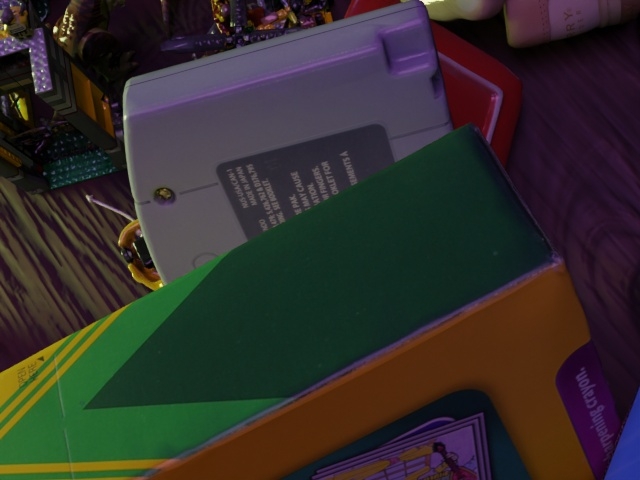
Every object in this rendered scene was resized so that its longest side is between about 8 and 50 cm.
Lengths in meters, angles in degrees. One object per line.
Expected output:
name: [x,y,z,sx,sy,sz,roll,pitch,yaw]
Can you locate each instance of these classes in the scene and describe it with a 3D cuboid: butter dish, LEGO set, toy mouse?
butter dish: [0.045,-0.073,0.748,0.160,0.118,0.160,25,74,-27]
LEGO set: [-0.162,-0.181,0.772,0.331,0.192,0.255,-7,75,10]
toy mouse: [-0.079,-0.008,0.794,0.143,0.031,0.161,-35,72,2]

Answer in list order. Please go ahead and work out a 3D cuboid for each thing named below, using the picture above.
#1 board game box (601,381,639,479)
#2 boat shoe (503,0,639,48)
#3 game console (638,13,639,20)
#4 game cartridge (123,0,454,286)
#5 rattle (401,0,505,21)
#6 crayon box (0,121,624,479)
board game box: [0.225,0.226,0.529,0.086,0.308,0.302,15,78,47]
boat shoe: [0.140,-0.311,0.780,0.110,0.121,0.341,-16,75,9]
game console: [0.348,-0.098,0.644,0.250,0.173,0.293,-10,72,14]
game cartridge: [0.000,0.000,0.652,0.198,0.297,0.062,-11,45,11]
rattle: [0.035,-0.224,0.743,0.143,0.130,0.200,-34,56,-27]
crayon box: [0.007,0.156,0.560,0.313,0.363,0.106,-27,45,4]
